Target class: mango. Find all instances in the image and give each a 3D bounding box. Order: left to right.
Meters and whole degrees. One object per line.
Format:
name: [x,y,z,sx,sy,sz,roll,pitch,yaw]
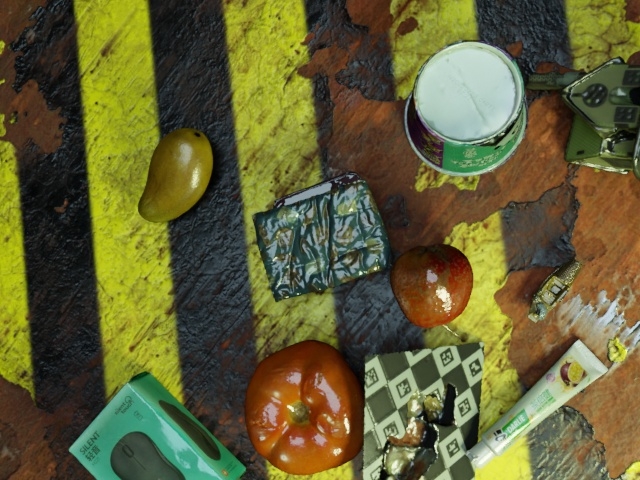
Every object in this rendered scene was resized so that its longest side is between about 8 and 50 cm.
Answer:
mango: [-0.309,-0.134,1.420,0.136,0.099,0.227,33,102,6]

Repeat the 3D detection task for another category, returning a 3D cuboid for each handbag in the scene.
handbag: [0.025,-0.014,1.364,0.203,0.074,0.216,-23,85,9]

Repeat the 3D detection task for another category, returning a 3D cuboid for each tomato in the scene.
tomato: [-0.027,0.325,1.302,0.260,0.180,0.259,-1,85,13]

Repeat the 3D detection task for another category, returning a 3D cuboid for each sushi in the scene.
sushi: [0.184,0.340,1.275,0.294,0.059,0.291,3,90,-31]

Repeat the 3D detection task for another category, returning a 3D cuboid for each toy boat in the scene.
toy boat: [0.453,0.095,1.291,0.047,0.049,0.149,39,95,9]

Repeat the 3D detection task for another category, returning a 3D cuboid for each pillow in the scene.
pillow: [0.002,0.001,1.313,0.256,0.034,0.188,-17,86,9]

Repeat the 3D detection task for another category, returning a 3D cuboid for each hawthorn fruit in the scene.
hawthorn fruit: [0.221,0.110,1.291,0.163,0.162,0.203,-5,98,10]

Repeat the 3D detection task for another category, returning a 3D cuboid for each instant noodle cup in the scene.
instant noodle cup: [0.279,-0.257,1.268,0.251,0.190,0.251,-1,87,10]

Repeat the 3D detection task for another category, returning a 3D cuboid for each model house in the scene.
model house: [0.509,-0.221,1.256,0.279,0.205,0.218,12,88,40]

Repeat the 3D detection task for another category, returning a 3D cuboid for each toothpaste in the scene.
toothpaste: [0.413,0.326,1.290,0.314,0.056,0.058,-43,126,2]

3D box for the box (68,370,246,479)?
box: [-0.339,0.456,1.385,0.311,0.118,0.205,43,93,9]
